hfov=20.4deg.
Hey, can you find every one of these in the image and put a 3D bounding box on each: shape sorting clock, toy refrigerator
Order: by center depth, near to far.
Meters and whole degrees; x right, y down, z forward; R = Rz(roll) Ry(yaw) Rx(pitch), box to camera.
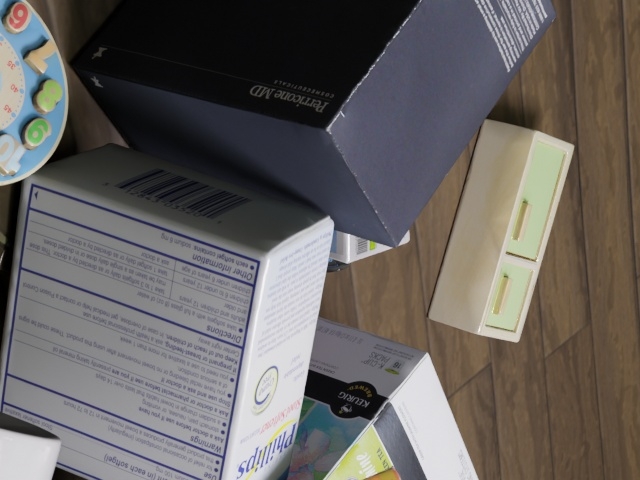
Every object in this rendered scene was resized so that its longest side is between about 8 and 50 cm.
[{"bbox_3d":[-0.310,-0.149,1.589,0.206,0.040,0.206,11,73,-40],"label":"shape sorting clock"},{"bbox_3d":[0.237,-0.011,2.294,0.102,0.094,0.269,15,92,-51],"label":"toy refrigerator"}]

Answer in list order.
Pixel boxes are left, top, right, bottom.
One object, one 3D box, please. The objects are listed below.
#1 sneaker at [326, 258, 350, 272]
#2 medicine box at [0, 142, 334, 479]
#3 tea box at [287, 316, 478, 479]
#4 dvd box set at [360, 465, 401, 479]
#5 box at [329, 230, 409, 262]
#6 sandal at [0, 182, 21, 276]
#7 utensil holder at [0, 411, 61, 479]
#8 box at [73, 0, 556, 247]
[{"bbox_3d":[0.001,0.000,2.048,0.152,0.058,0.084,-17,107,-53],"label":"sneaker"},{"bbox_3d":[-0.153,0.088,1.694,0.149,0.263,0.289,-29,133,-60],"label":"medicine box"},{"bbox_3d":[-0.001,0.320,2.032,0.323,0.220,0.329,-48,135,-29],"label":"tea box"},{"bbox_3d":[-0.064,0.423,1.621,0.420,0.062,0.307,-20,81,-18],"label":"dvd box set"},{"bbox_3d":[-0.014,-0.059,1.896,0.103,0.203,0.114,-18,115,-46],"label":"box"},{"bbox_3d":[-0.310,-0.017,1.684,0.090,0.060,0.219,-68,155,-7],"label":"sandal"},{"bbox_3d":[-0.418,0.300,1.460,0.327,0.327,0.385,23,83,-51],"label":"utensil holder"},{"bbox_3d":[-0.005,-0.197,1.749,0.312,0.343,0.179,-54,137,-22],"label":"box"}]
